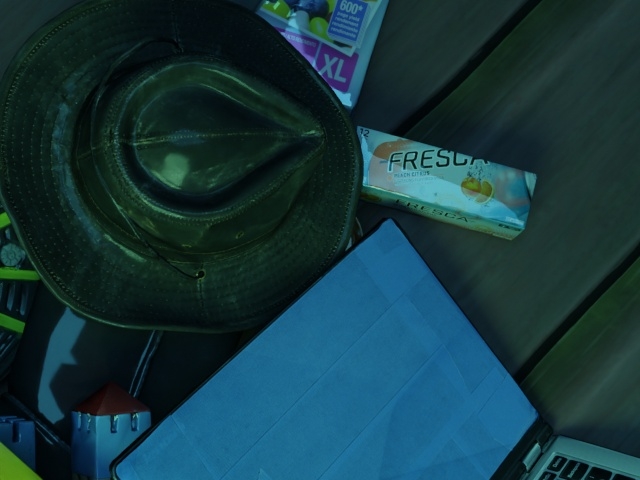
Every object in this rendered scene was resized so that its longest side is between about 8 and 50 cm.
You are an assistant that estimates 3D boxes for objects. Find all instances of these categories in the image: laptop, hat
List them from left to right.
[{"bbox_3d":[-0.088,-0.078,0.896,0.331,0.134,0.331,6,78,-26],"label":"hat"},{"bbox_3d":[0.136,0.201,0.853,0.408,0.236,0.382,12,38,36],"label":"laptop"}]

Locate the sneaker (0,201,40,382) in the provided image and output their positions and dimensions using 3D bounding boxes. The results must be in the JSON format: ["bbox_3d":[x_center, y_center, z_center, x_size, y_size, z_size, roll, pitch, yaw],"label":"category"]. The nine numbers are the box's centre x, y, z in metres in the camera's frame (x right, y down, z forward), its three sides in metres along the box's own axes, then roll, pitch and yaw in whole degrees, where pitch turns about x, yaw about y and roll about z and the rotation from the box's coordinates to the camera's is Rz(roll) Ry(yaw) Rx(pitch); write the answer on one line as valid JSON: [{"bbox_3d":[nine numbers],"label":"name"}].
[{"bbox_3d":[-0.379,-0.042,1.017,0.145,0.147,0.385,-25,98,-33],"label":"sneaker"}]

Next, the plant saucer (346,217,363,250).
[{"bbox_3d":[0.000,0.000,1.083,0.083,0.013,0.083,1,78,-4],"label":"plant saucer"}]

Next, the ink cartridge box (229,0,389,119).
[{"bbox_3d":[-0.010,-0.292,1.122,0.185,0.065,0.311,18,76,0],"label":"ink cartridge box"}]

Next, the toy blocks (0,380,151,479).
[{"bbox_3d":[-0.247,0.239,0.773,0.381,0.190,0.261,0,88,-36],"label":"toy blocks"}]

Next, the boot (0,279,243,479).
[{"bbox_3d":[-0.229,0.048,0.940,0.367,0.146,0.445,29,79,-34],"label":"boot"}]

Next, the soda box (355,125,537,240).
[{"bbox_3d":[0.112,-0.055,1.076,0.183,0.063,0.058,15,78,0],"label":"soda box"}]
